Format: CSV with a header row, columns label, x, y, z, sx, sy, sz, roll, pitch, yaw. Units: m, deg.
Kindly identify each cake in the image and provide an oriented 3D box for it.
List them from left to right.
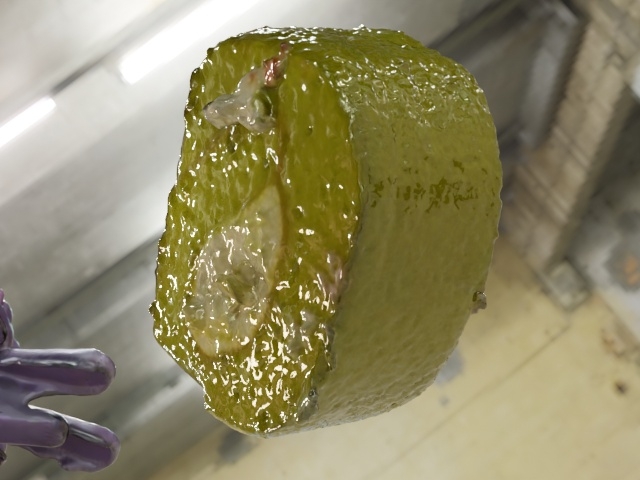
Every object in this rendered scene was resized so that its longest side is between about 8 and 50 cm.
label,x,y,z,sx,sy,sz,roll,pitch,yaw
cake,0.000,0.000,0.983,0.156,0.179,0.261,-4,-67,-36

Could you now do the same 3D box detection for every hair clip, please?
label,x,y,z,sx,sy,sz,roll,pitch,yaw
hair clip,-0.234,0.057,0.743,0.278,0.090,0.137,0,-58,-4
